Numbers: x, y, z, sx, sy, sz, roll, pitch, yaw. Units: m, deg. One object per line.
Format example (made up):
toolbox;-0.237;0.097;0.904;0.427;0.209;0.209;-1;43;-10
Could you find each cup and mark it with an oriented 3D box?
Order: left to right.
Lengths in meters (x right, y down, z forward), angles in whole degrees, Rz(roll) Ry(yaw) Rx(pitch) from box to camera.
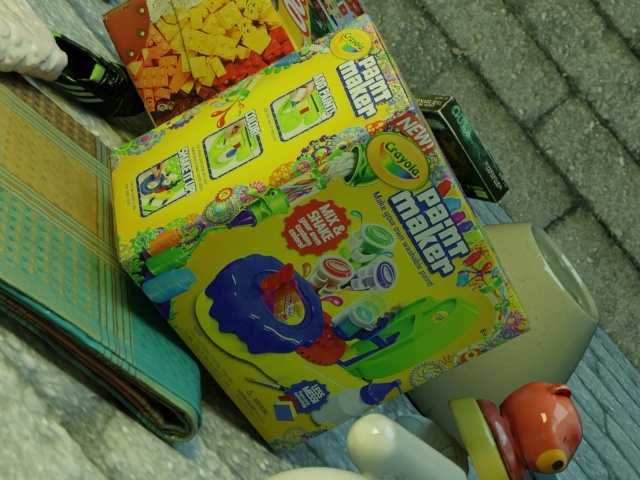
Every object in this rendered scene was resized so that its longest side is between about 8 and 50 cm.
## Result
cup;0.247;0.108;1.691;0.331;0.237;0.331;46;21;-23

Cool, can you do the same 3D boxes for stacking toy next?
stacking toy;0.268;0.318;1.346;0.309;0.130;0.279;63;5;-54

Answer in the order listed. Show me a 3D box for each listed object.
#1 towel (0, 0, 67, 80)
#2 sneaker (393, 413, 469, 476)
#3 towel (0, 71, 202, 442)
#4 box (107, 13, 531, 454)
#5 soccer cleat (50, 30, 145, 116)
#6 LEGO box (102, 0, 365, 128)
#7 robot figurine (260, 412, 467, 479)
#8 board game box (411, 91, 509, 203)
towel;-0.415;-0.286;1.099;0.317;0.053;0.332;51;19;18
sneaker;0.098;0.256;1.280;0.115;0.090;0.232;38;20;-28
towel;-0.217;-0.003;1.100;0.271;0.040;0.370;42;16;-29
box;0.000;0.000;1.122;0.290;0.279;0.177;56;10;-37
soccer cleat;-0.250;-0.178;1.319;0.072;0.060;0.179;19;-5;45
LEGO box;-0.027;-0.163;1.541;0.372;0.193;0.500;63;16;-3
robot figurine;0.037;0.281;0.856;0.353;0.200;0.300;34;58;-44
board game box;0.099;-0.102;1.246;0.186;0.026;0.126;16;-32;53
